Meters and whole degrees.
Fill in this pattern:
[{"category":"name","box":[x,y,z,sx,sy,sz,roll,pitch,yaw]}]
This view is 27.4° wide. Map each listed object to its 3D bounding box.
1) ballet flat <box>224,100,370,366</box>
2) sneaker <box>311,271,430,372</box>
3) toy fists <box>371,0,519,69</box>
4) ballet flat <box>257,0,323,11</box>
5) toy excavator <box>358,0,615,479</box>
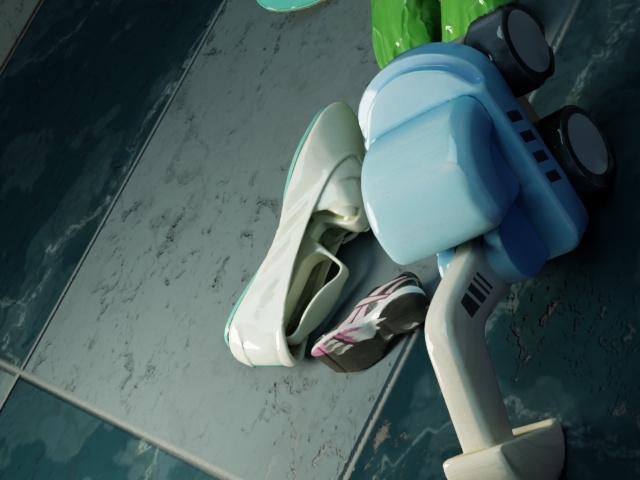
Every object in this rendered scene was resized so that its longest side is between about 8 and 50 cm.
[{"category":"ballet flat","box":[0.000,0.000,1.844,0.139,0.139,0.400,9,73,55]},{"category":"sneaker","box":[0.069,0.105,1.709,0.178,0.072,0.077,-31,27,20]},{"category":"toy fists","box":[0.178,-0.301,1.858,0.279,0.096,0.142,-4,88,49]},{"category":"ballet flat","box":[0.033,-0.506,2.260,0.342,0.116,0.124,-29,21,35]},{"category":"toy excavator","box":[0.166,0.012,1.474,0.222,0.433,0.445,-24,16,39]}]
